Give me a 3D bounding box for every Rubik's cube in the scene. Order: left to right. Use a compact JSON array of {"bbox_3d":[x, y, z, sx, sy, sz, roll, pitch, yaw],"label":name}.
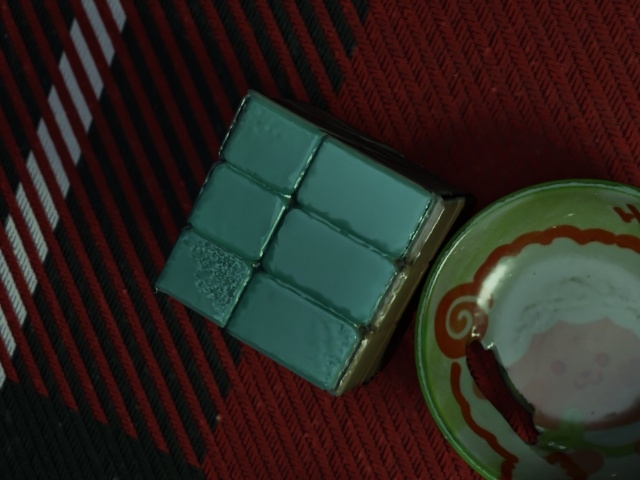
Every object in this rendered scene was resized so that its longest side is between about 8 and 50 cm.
[{"bbox_3d":[0.000,0.000,1.259,0.231,0.221,0.224,30,100,12],"label":"Rubik's cube"}]

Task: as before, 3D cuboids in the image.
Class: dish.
[{"bbox_3d":[0.265,0.104,1.236,0.324,0.124,0.324,-1,85,16],"label":"dish"}]

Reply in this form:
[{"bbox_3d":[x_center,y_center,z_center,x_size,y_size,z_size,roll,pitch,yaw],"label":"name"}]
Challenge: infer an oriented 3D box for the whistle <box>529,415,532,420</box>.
[{"bbox_3d":[0.241,0.188,1.304,0.033,0.029,0.083,-26,91,-22],"label":"whistle"}]
